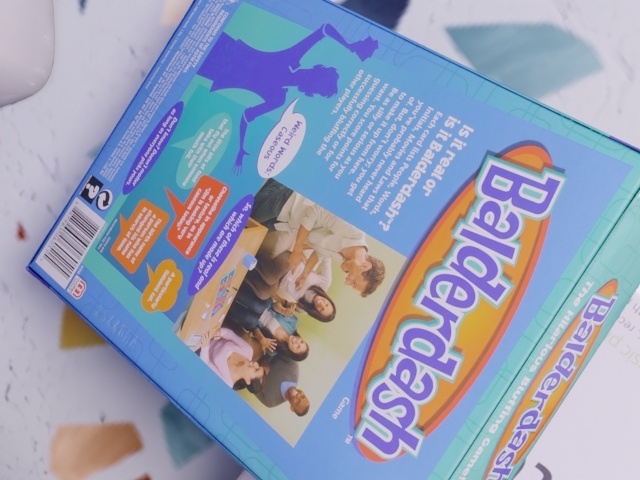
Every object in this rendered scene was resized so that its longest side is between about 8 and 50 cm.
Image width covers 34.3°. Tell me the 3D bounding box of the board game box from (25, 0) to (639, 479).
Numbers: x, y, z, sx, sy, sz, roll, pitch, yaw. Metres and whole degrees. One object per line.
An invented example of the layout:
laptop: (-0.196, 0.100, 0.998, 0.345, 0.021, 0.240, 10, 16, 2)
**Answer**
board game box: (0.000, 0.000, 0.386, 0.210, 0.047, 0.160, 35, 94, 35)

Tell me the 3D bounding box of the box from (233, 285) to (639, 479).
box: (0.067, 0.153, 0.409, 0.232, 0.058, 0.322, 40, 98, 9)

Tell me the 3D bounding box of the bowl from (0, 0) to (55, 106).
bowl: (-0.199, -0.125, 0.469, 0.142, 0.053, 0.142, -8, 87, 12)
